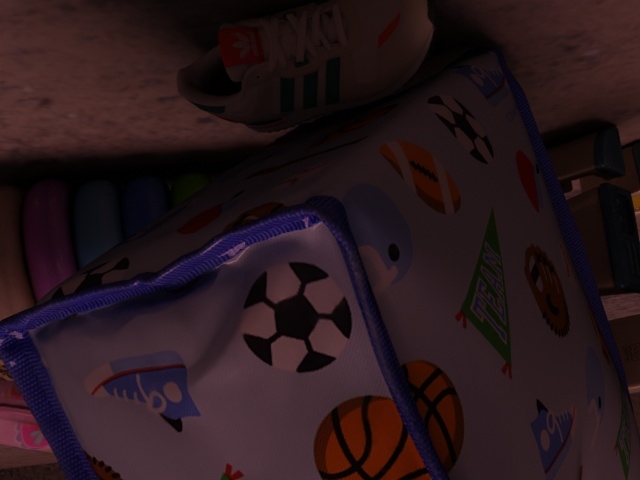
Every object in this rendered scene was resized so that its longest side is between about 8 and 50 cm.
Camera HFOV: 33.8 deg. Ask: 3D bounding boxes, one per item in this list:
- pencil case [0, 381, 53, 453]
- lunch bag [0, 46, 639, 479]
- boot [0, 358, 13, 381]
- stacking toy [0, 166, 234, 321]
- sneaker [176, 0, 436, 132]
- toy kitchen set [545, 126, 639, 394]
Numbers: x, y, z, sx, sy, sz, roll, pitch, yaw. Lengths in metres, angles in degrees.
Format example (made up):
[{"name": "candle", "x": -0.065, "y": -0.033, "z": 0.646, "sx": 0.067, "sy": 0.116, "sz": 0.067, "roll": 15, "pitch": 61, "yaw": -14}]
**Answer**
[{"name": "pencil case", "x": -0.318, "y": 0.172, "z": 1.152, "sx": 0.124, "sy": 0.124, "sz": 0.284, "roll": -14, "pitch": 159, "yaw": 25}, {"name": "lunch bag", "x": 0.050, "y": 0.128, "z": 0.607, "sx": 0.239, "sy": 0.385, "sz": 0.328, "roll": -20, "pitch": -167, "yaw": 31}, {"name": "boot", "x": -0.210, "y": 0.096, "z": 1.068, "sx": 0.284, "sy": 0.138, "sz": 0.377, "roll": 12, "pitch": 172, "yaw": -26}, {"name": "stacking toy", "x": -0.082, "y": -0.004, "z": 0.802, "sx": 0.330, "sy": 0.141, "sz": 0.141, "roll": -12, "pitch": 164, "yaw": -2}, {"name": "sneaker", "x": -0.013, "y": -0.102, "z": 0.583, "sx": 0.161, "sy": 0.057, "sz": 0.075, "roll": -17, "pitch": 166, "yaw": 41}, {"name": "toy kitchen set", "x": 0.269, "y": 0.017, "z": 0.835, "sx": 0.122, "sy": 0.207, "sz": 0.166, "roll": -17, "pitch": 161, "yaw": 37}]
